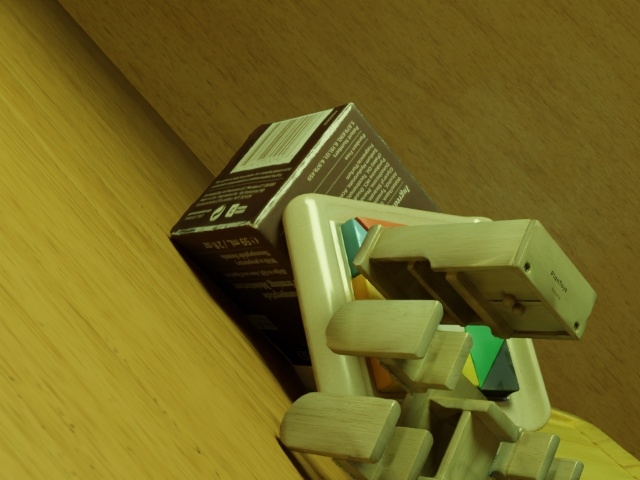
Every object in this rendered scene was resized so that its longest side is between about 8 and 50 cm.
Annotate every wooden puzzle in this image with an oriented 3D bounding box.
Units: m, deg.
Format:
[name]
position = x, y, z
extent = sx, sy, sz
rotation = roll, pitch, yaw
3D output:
[wooden puzzle]
position = 0.093, 0.064, 1.027
extent = 0.239, 0.044, 0.221
rotation = 4, 62, -34

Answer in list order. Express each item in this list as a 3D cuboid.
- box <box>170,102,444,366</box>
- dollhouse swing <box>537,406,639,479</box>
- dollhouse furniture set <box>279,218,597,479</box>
[box]
position = 0.000, 0.000, 1.142
extent = 0.203, 0.167, 0.168
rotation = 48, -28, -22
[dollhouse swing]
position = 0.163, 0.300, 1.105
extent = 0.347, 0.305, 0.315
rotation = -133, -138, -81
[dollhouse furniture set]
position = 0.079, 0.112, 0.864
extent = 0.161, 0.242, 0.212
rotation = -2, -39, 46
